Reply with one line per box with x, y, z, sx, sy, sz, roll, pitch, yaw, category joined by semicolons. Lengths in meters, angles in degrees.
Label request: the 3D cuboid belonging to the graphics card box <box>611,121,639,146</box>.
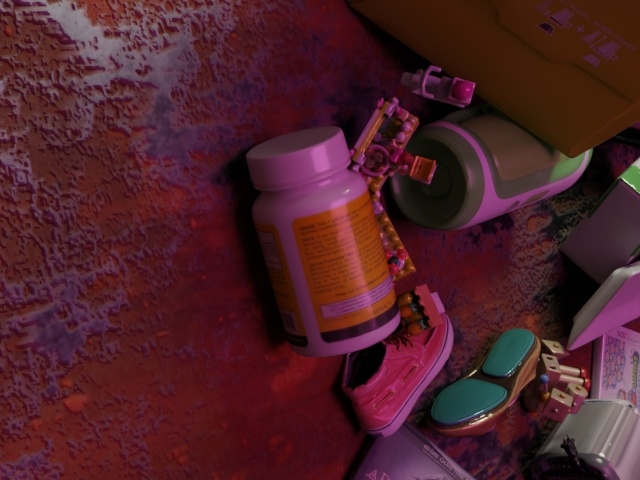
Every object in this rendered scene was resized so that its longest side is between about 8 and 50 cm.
0.416;-0.258;1.974;0.371;0.094;0.232;7;82;-52;graphics card box

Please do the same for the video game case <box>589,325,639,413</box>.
0.426;0.202;2.015;0.143;0.019;0.157;20;72;-49;video game case

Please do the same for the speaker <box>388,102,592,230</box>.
0.206;-0.094;1.671;0.297;0.131;0.131;-18;102;-50;speaker

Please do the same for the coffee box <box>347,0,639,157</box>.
0.290;-0.354;1.540;0.338;0.338;0.334;32;60;-17;coffee box

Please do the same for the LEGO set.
0.078;-0.045;1.474;0.107;0.132;0.287;45;53;-82;LEGO set

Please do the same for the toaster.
0.363;0.306;1.846;0.146;0.129;0.227;-50;123;-46;toaster

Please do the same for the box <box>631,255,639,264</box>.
0.553;0.059;2.154;0.216;0.060;0.270;-51;126;-39;box

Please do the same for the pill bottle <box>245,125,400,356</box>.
0.000;0.000;1.408;0.119;0.119;0.208;-33;114;-48;pill bottle

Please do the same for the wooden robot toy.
0.294;0.196;1.801;0.173;0.076;0.079;-90;-159;-66;wooden robot toy

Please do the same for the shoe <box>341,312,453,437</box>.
0.085;0.125;1.552;0.178;0.064;0.081;-55;134;-32;shoe

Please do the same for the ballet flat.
0.203;0.189;1.692;0.232;0.080;0.073;-37;131;-45;ballet flat

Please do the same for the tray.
0.420;0.068;1.922;0.030;0.145;0.270;46;29;19;tray

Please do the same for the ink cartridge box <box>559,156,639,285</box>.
0.438;-0.048;1.930;0.087;0.153;0.208;42;42;11;ink cartridge box

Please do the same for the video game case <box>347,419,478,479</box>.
0.088;0.343;1.509;0.196;0.026;0.274;41;53;-10;video game case
